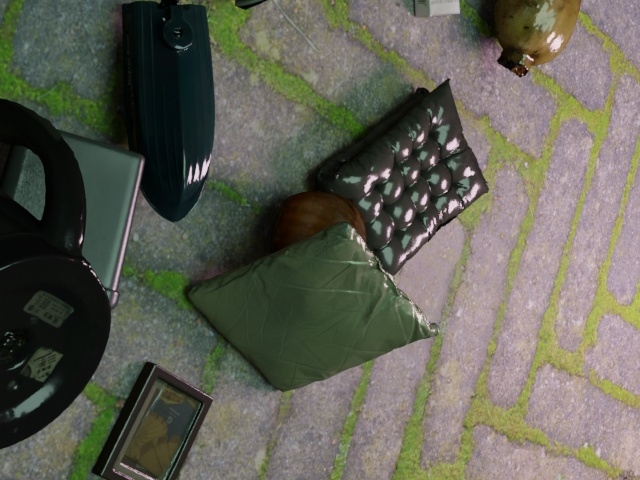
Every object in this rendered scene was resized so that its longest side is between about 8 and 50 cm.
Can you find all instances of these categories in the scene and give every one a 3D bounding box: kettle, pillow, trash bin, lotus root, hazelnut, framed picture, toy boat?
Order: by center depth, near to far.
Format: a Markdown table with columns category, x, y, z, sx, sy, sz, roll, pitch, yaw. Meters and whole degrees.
| category | x | y | z | sx | sy | sz | roll | pitch | yaw |
| --- | --- | --- | --- | --- | --- | --- | --- | --- | --- |
| kettle | -0.380 | 0.002 | 1.126 | 0.321 | 0.324 | 0.228 | -58 | 147 | 2 |
| trash bin | -0.319 | -0.009 | 1.318 | 0.177 | 0.101 | 0.236 | 15 | 81 | -19 |
| toy boat | -0.200 | -0.170 | 1.426 | 0.114 | 0.122 | 0.296 | -2 | 87 | -23 |
| framed picture | -0.233 | 0.273 | 1.532 | 0.128 | 0.023 | 0.168 | 39 | 68 | -41 |
| pillow | -0.009 | 0.101 | 1.592 | 0.281 | 0.274 | 0.076 | 48 | 26 | -38 |
| hazelnut | 0.000 | 0.000 | 1.640 | 0.150 | 0.150 | 0.150 | -8 | 102 | -44 |
| pillow | 0.140 | -0.093 | 1.803 | 0.326 | 0.101 | 0.228 | -42 | 120 | -35 |
| lotus root | 0.392 | -0.431 | 1.970 | 0.160 | 0.146 | 0.284 | 24 | 82 | -26 |

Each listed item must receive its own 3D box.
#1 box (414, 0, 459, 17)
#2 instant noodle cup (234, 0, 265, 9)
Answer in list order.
| category | x | y | z | sx | sy | sz | roll | pitch | yaw |
| --- | --- | --- | --- | --- | --- | --- | --- | --- | --- |
| box | 0.195 | -0.458 | 1.840 | 0.084 | 0.040 | 0.154 | -16 | 106 | -40 |
| instant noodle cup | -0.062 | -0.463 | 1.482 | 0.215 | 0.216 | 0.236 | -36 | 112 | -36 |
